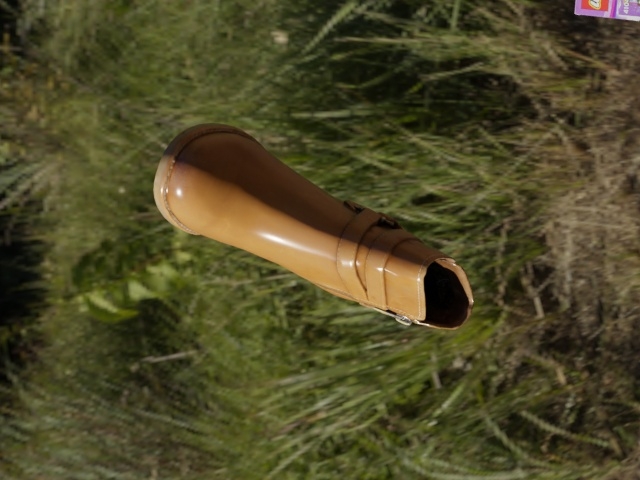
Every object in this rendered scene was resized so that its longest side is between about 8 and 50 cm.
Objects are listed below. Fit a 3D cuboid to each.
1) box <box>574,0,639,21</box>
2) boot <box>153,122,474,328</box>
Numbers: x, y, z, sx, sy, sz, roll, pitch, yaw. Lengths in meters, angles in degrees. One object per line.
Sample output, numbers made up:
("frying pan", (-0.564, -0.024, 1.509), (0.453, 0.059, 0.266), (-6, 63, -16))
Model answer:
("box", (0.391, -0.389, 1.408), (0.201, 0.057, 0.293), (17, 112, 43))
("boot", (0.000, 0.000, 1.131), (0.220, 0.283, 0.109), (26, 83, 35))
